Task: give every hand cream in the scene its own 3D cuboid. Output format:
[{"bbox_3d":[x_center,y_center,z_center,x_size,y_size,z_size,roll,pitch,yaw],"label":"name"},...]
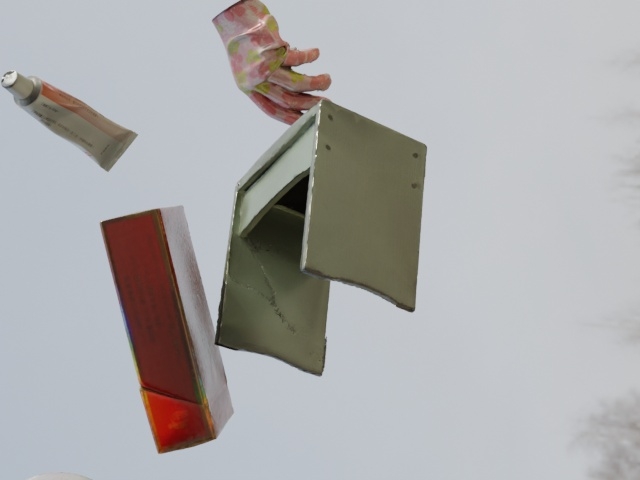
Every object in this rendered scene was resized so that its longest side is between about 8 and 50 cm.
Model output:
[{"bbox_3d":[-0.284,-0.141,1.374,0.216,0.052,0.038,37,-147,-59],"label":"hand cream"}]

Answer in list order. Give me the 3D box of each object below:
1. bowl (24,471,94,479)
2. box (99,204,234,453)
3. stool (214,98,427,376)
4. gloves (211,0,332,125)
[{"bbox_3d":[-0.287,0.336,1.251,0.086,0.189,0.189,50,-132,-76],"label":"bowl"},{"bbox_3d":[-0.205,0.112,1.641,0.197,0.089,0.313,-52,-52,-87],"label":"box"},{"bbox_3d":[0.000,0.000,1.588,0.170,0.243,0.269,21,-125,-23],"label":"stool"},{"bbox_3d":[-0.079,-0.277,1.981,0.241,0.145,0.126,59,-145,-6],"label":"gloves"}]
